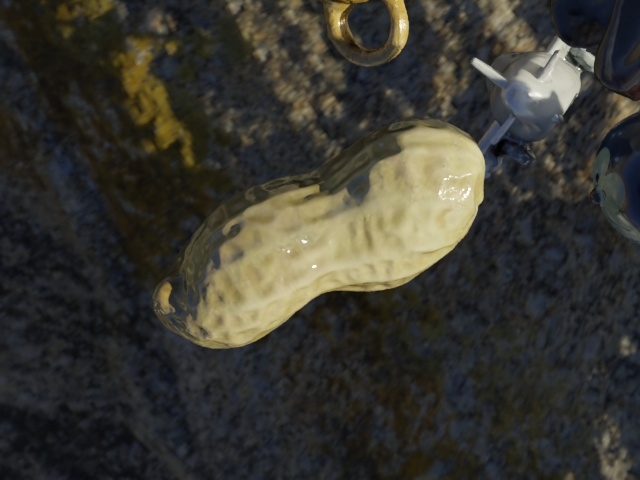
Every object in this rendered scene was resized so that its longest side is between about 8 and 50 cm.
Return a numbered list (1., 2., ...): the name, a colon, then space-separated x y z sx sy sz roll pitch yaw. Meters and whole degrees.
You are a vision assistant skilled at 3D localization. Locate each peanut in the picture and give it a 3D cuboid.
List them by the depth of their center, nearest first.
1. peanut: 0.000 0.000 1.103 0.298 0.120 0.136 -24 125 3

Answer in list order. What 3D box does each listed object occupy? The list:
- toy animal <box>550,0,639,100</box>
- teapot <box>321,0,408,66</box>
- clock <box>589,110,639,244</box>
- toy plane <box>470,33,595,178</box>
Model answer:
1. toy animal: 0.180 -0.104 0.578 0.117 0.210 0.121 -32 62 40
2. teapot: 0.007 -0.334 1.440 0.167 0.203 0.311 -13 100 39
3. clock: 0.387 -0.050 1.449 0.146 0.243 0.200 -36 54 16
4. toy plane: 0.229 -0.168 1.494 0.117 0.244 0.245 36 120 7
